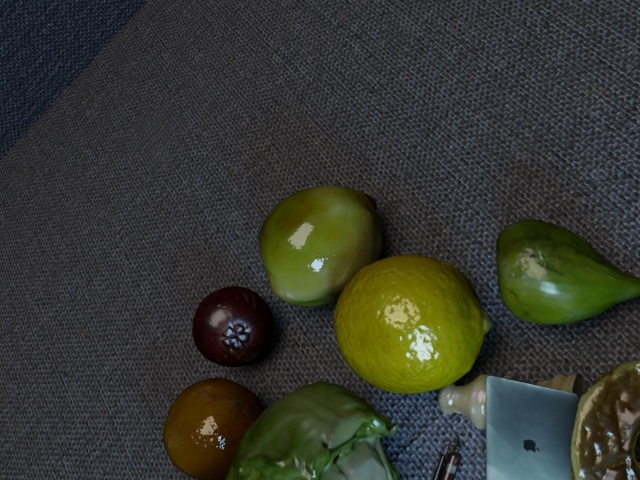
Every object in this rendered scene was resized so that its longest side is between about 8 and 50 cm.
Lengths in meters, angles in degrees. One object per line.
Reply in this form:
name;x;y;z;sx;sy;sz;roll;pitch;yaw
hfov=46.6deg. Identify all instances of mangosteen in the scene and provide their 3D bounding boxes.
mangosteen;-0.233;0.215;1.969;0.215;0.215;0.257;-48;18;4

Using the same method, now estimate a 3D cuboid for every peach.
peach;-0.005;0.007;1.860;0.315;0.281;0.314;-16;56;16

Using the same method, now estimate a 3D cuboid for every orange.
orange;-0.263;0.467;1.833;0.264;0.264;0.264;-13;63;26

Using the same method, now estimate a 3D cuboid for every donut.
donut;0.607;0.381;1.361;0.329;0.160;0.330;-1;81;9

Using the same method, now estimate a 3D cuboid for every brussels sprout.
brussels sprout;-0.028;0.529;1.610;0.361;0.342;0.425;-4;52;54

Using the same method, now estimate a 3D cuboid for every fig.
fig;0.513;0.067;1.552;0.314;0.233;0.233;1;69;37

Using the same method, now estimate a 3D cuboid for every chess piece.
chess piece;0.393;0.343;1.576;0.307;0.139;0.124;1;34;35

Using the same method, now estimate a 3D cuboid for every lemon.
lemon;0.194;0.183;1.643;0.336;0.336;0.336;-13;63;26

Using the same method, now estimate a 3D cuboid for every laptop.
laptop;0.423;0.409;1.494;0.187;0.015;0.269;7;108;34

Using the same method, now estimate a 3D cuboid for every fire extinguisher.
fire extinguisher;0.271;0.517;1.623;0.173;0.035;0.049;-68;16;-10

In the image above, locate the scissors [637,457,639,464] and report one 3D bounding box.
scissors;0.643;0.419;1.445;0.109;0.022;0.300;22;80;32
